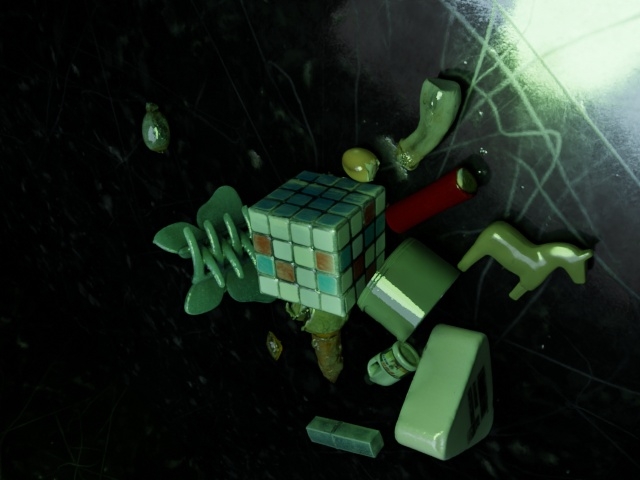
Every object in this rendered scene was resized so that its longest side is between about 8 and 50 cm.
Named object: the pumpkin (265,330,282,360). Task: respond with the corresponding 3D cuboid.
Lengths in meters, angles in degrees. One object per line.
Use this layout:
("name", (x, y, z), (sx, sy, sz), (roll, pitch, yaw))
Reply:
("pumpkin", (-0.164, 0.374, 2.054), (0.073, 0.035, 0.101), (45, 142, 24))

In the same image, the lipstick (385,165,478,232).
("lipstick", (0.255, -0.091, 1.345), (0.241, 0.080, 0.080), (-30, 96, 48))

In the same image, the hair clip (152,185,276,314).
("hair clip", (-0.263, 0.025, 1.635), (0.238, 0.318, 0.392), (-23, 90, 56))

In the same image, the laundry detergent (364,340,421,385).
("laundry detergent", (0.201, 0.379, 1.715), (0.099, 0.070, 0.226), (42, 138, -1))

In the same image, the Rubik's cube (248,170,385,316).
("Rubik's cube", (0.000, -0.001, 1.449), (0.259, 0.256, 0.253), (13, 124, 29))

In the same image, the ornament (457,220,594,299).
("ornament", (0.457, 0.046, 1.275), (0.230, 0.061, 0.245), (40, 139, 10))

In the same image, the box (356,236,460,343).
("box", (0.215, 0.121, 1.413), (0.149, 0.226, 0.226), (39, 136, 14))

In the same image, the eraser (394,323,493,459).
("eraser", (0.352, 0.421, 1.512), (0.150, 0.331, 0.331), (10, 123, 34))

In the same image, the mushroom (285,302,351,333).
("mushroom", (0.002, 0.146, 1.666), (0.267, 0.164, 0.190), (-144, 60, -67))

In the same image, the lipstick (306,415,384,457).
("lipstick", (0.085, 0.687, 2.014), (0.289, 0.076, 0.077), (-1, 115, 41))

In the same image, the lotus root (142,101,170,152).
("lotus root", (-0.529, -0.360, 1.841), (0.088, 0.088, 0.165), (10, 114, 36))

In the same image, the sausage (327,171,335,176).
("sausage", (0.045, -0.064, 1.577), (0.032, 0.033, 0.269), (11, 124, 36))

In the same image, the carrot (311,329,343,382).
("carrot", (0.029, 0.372, 1.855), (0.102, 0.102, 0.263), (19, 134, 31))

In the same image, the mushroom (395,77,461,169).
("mushroom", (0.235, -0.249, 1.258), (0.092, 0.081, 0.223), (23, 135, 3))

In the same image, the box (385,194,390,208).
("box", (0.134, -0.102, 1.482), (0.082, 0.023, 0.051), (-11, 110, 44))

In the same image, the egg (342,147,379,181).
("egg", (0.095, -0.188, 1.416), (0.096, 0.080, 0.080), (24, 131, 23))
